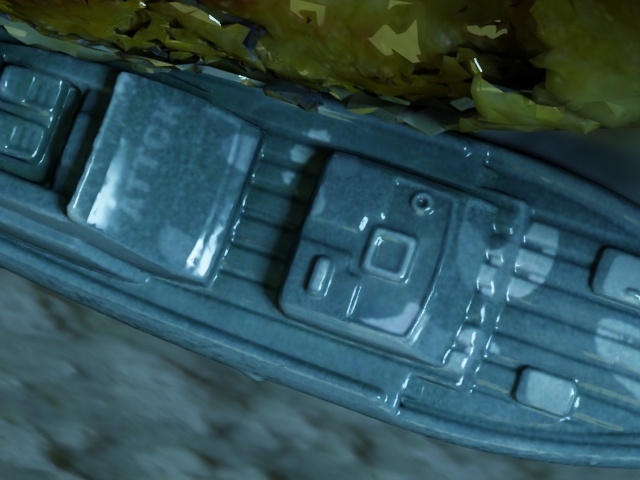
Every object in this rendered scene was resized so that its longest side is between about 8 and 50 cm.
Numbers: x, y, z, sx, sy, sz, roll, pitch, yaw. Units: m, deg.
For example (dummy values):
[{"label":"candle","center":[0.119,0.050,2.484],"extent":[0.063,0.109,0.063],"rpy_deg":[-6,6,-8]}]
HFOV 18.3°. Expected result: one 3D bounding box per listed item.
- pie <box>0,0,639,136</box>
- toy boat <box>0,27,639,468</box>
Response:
[{"label":"pie","center":[0.001,-0.106,0.336],"extent":[0.308,0.085,0.308],"rpy_deg":[15,149,10]},{"label":"toy boat","center":[0.000,0.000,0.510],"extent":[0.260,0.078,0.085],"rpy_deg":[19,173,8]}]
